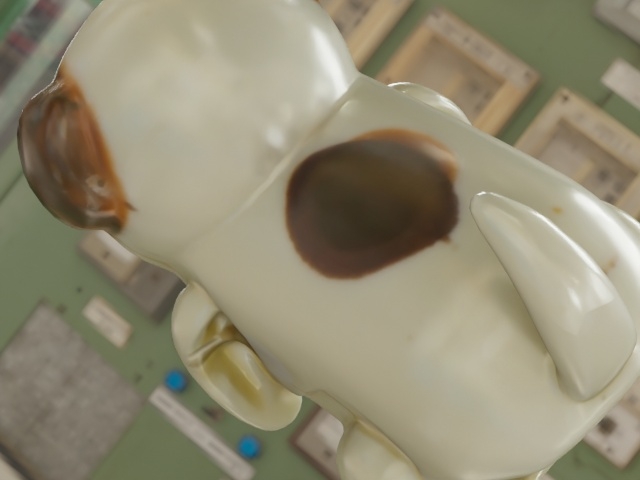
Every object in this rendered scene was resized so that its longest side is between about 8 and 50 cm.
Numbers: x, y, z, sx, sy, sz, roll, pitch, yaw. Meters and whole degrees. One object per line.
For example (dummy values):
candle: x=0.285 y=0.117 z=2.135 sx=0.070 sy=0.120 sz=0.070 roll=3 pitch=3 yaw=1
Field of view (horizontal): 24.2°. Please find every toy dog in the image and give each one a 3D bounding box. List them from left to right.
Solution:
toy dog: x=0.000 y=0.000 z=0.947 sx=0.408 sy=0.284 sz=0.395 roll=41 pitch=-2 yaw=12
